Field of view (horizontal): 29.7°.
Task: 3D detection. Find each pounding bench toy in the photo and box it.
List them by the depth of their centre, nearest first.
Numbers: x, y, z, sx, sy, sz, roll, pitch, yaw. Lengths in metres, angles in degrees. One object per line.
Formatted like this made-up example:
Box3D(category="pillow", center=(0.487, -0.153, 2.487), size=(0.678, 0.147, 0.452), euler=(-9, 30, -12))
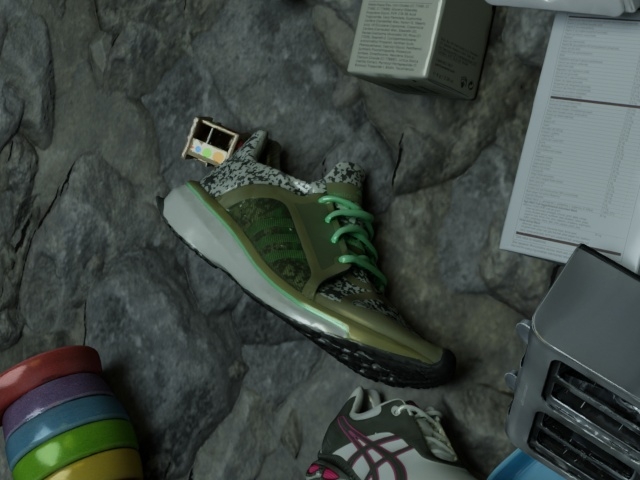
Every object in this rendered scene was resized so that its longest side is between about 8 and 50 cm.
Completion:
Box3D(category="pounding bench toy", center=(-0.115, -0.111, 1.431), size=(0.065, 0.083, 0.052), euler=(23, 100, 10))

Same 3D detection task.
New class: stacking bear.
Box3D(category="stacking bear", center=(-0.283, 0.287, 1.434), size=(0.164, 0.175, 0.289), euler=(-43, 65, 36))

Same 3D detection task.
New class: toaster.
Box3D(category="toaster", center=(0.241, 0.119, 0.943), size=(0.186, 0.168, 0.110), euler=(32, 59, 21))

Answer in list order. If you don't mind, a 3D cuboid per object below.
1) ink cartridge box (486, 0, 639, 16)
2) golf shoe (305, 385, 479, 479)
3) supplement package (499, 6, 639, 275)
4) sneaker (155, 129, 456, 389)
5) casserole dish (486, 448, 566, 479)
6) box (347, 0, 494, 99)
Box3D(category="ink cartridge box", center=(0.230, -0.289, 1.001), size=(0.148, 0.086, 0.203), euler=(14, 58, 41))
Box3D(category="golf shoe", center=(0.084, 0.208, 1.130), size=(0.273, 0.105, 0.120), euler=(5, 75, 55))
Box3D(category="supplement package", center=(0.269, -0.089, 1.029), size=(0.139, 0.134, 0.244), euler=(15, 91, 42))
Box3D(category="sneaker", center=(0.000, 0.000, 1.258), size=(0.410, 0.158, 0.182), euler=(35, 87, 35))
Box3D(category="casserole dish", center=(0.225, 0.222, 1.071), size=(0.188, 0.037, 0.114), euler=(-47, 54, 23))
Box3D(category="box", center=(0.120, -0.289, 1.228), size=(0.113, 0.094, 0.275), euler=(14, 90, 42))
